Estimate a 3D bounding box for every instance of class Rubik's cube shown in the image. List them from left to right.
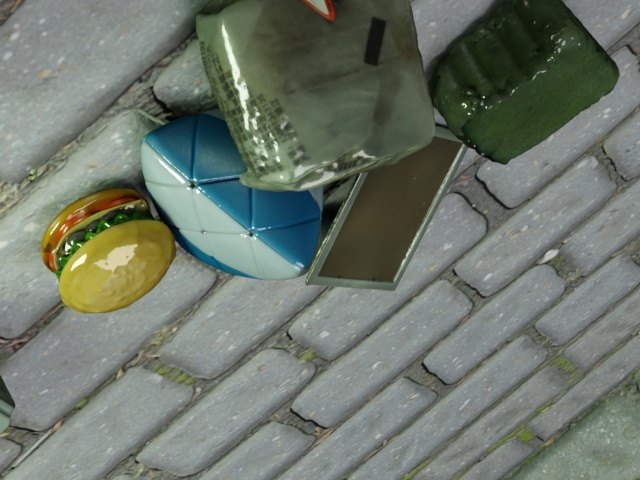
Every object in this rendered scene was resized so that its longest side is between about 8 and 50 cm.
[{"bbox_3d":[-0.059,-0.056,1.613,0.254,0.254,0.254,-26,149,-17],"label":"Rubik's cube"}]

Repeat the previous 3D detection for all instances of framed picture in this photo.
[{"bbox_3d":[0.099,-0.048,1.922,0.217,0.017,0.274,10,112,-50],"label":"framed picture"}]

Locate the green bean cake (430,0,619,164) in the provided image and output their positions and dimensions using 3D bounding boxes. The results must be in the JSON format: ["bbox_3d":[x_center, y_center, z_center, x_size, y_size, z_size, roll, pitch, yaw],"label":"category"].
[{"bbox_3d":[0.269,-0.217,1.818,0.227,0.125,0.222,-42,152,15],"label":"green bean cake"}]

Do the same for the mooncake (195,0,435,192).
[{"bbox_3d":[-0.007,-0.185,1.503,0.250,0.136,0.254,-21,105,-28],"label":"mooncake"}]

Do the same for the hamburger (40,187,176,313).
[{"bbox_3d":[-0.254,0.012,1.609,0.162,0.115,0.162,-27,152,-16],"label":"hamburger"}]

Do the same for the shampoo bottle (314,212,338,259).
[{"bbox_3d":[0.000,0.000,1.920,0.234,0.049,0.087,-4,132,-43],"label":"shampoo bottle"}]

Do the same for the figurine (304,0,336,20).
[{"bbox_3d":[0.016,-0.371,1.306,0.226,0.183,0.160,-46,160,-8],"label":"figurine"}]

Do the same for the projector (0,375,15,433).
[{"bbox_3d":[-0.529,0.225,1.642,0.250,0.108,0.198,-37,150,-1],"label":"projector"}]
